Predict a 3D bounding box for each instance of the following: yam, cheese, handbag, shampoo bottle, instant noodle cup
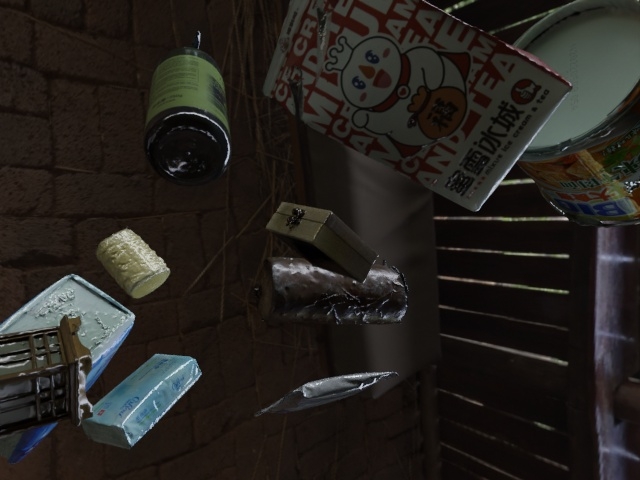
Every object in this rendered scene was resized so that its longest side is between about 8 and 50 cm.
[{"bbox_3d":[0.021,0.093,0.785,0.279,0.131,0.131,6,87,-28],"label":"yam"},{"bbox_3d":[-0.495,0.060,1.128,0.167,0.094,0.123,42,49,13],"label":"cheese"},{"bbox_3d":[0.092,-0.183,0.486,0.298,0.171,0.151,27,28,-6],"label":"handbag"},{"bbox_3d":[-0.181,-0.197,0.589,0.101,0.101,0.284,28,32,-37],"label":"shampoo bottle"},{"bbox_3d":[0.397,-0.191,0.617,0.214,0.296,0.296,21,77,-32],"label":"instant noodle cup"}]

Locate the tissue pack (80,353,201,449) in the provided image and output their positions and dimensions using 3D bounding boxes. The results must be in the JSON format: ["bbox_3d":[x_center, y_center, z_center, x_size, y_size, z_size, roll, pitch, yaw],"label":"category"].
[{"bbox_3d":[-0.465,0.407,1.125,0.263,0.177,0.089,-46,124,-53],"label":"tissue pack"}]

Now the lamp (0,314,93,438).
[{"bbox_3d":[-0.386,0.148,0.373,0.325,0.089,0.090,-5,118,-37],"label":"lamp"}]

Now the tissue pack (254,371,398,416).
[{"bbox_3d":[0.011,0.230,0.648,0.193,0.122,0.026,1,59,-37],"label":"tissue pack"}]

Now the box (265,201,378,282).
[{"bbox_3d":[0.000,0.000,0.410,0.083,0.079,0.035,39,75,-36],"label":"box"}]

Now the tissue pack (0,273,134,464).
[{"bbox_3d":[-0.451,0.209,0.697,0.146,0.263,0.198,40,37,-9],"label":"tissue pack"}]
